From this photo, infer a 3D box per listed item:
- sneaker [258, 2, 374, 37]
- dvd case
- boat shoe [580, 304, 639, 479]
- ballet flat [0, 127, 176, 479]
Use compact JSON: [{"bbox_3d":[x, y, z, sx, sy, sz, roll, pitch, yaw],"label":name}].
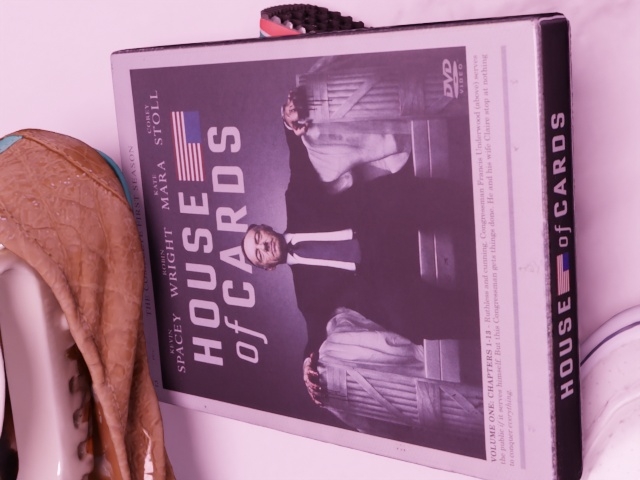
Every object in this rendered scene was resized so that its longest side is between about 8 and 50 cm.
[{"bbox_3d":[0.033,-0.047,0.513,0.161,0.057,0.075,30,119,16],"label":"sneaker"},{"bbox_3d":[0.000,0.000,0.484,0.239,0.030,0.179,4,103,41],"label":"dvd case"},{"bbox_3d":[0.114,0.210,0.438,0.136,0.156,0.366,13,99,20],"label":"boat shoe"},{"bbox_3d":[-0.121,0.121,0.515,0.116,0.124,0.342,-2,103,25],"label":"ballet flat"}]
